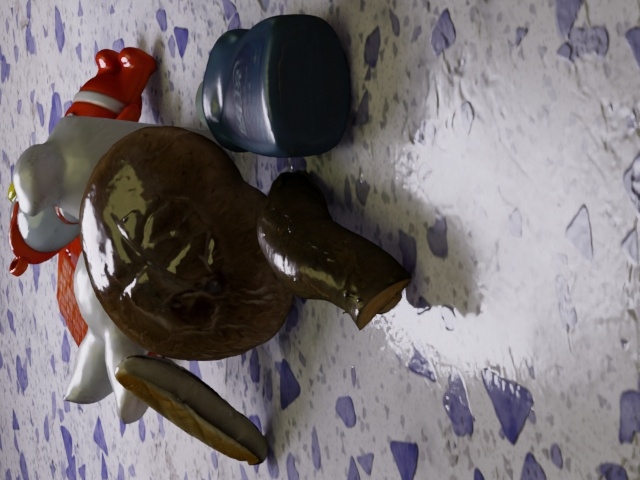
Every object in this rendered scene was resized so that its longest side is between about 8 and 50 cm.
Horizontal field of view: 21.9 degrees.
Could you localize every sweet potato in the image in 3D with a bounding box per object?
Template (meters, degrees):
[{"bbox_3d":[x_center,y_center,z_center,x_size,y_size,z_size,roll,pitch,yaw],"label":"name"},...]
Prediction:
[{"bbox_3d":[-0.001,0.007,1.637,0.286,0.112,0.085,-130,44,-63],"label":"sweet potato"}]

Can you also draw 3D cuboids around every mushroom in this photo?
[{"bbox_3d":[-0.150,0.011,1.838,0.278,0.146,0.278,10,113,25],"label":"mushroom"}]

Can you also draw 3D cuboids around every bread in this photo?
[{"bbox_3d":[-0.142,0.190,1.914,0.073,0.214,0.053,-20,39,51],"label":"bread"}]

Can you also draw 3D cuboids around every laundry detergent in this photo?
[{"bbox_3d":[-0.067,-0.156,1.743,0.290,0.094,0.143,-177,79,-66],"label":"laundry detergent"}]

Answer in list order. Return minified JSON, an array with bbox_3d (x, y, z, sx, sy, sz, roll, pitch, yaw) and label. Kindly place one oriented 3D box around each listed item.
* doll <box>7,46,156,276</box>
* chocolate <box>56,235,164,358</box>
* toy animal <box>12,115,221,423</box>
[{"bbox_3d":[-0.329,-0.103,2.184,0.200,0.105,0.336,8,69,57],"label":"doll"},{"bbox_3d":[-0.287,0.044,2.290,0.237,0.108,0.235,-127,37,-52],"label":"chocolate"},{"bbox_3d":[-0.248,0.028,2.018,0.196,0.241,0.367,12,108,63],"label":"toy animal"}]
